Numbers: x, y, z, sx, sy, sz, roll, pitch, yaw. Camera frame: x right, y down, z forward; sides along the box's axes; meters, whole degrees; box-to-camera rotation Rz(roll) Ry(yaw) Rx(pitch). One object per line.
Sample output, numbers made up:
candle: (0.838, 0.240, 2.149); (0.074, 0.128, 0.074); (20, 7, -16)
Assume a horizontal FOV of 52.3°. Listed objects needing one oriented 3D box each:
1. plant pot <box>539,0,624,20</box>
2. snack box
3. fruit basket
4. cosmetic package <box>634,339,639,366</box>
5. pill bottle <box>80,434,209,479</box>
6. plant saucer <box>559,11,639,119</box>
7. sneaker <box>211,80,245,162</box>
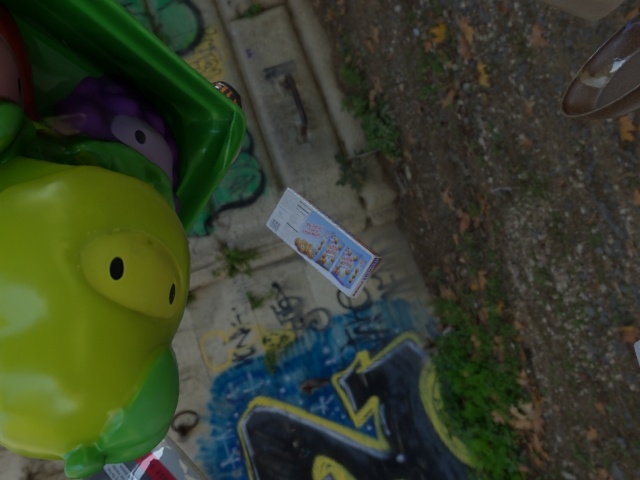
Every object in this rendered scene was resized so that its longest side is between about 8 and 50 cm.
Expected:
plant pot: (0.425, -0.535, 1.113); (0.280, 0.323, 0.323); (36, -179, -7)
snack box: (0.000, 0.000, 0.869); (0.178, 0.064, 0.022); (40, -166, 34)
fruit basket: (-0.196, -0.039, 0.470); (0.392, 0.283, 0.392); (31, 179, 1)
cosmetic package: (0.475, 0.187, 0.645); (0.138, 0.225, 0.224); (114, 158, -55)
pill bottle: (-0.255, 0.371, 0.712); (0.176, 0.318, 0.176); (39, 154, 23)
plant saucer: (0.348, -0.195, 0.694); (0.036, 0.198, 0.198); (42, -177, -11)
sneaker: (-0.262, -0.147, 1.219); (0.125, 0.321, 0.180); (36, -154, 11)
